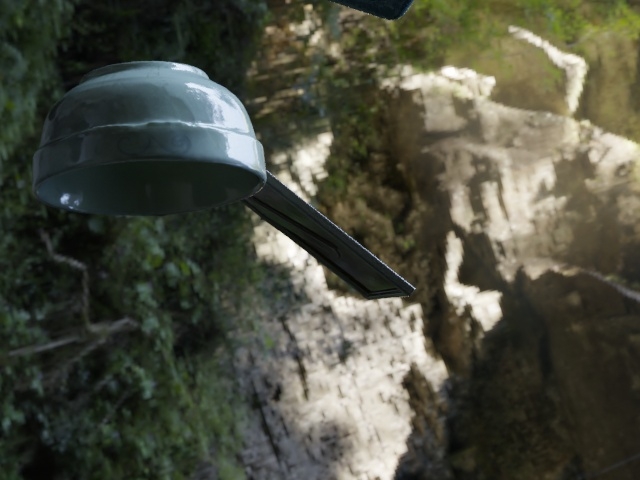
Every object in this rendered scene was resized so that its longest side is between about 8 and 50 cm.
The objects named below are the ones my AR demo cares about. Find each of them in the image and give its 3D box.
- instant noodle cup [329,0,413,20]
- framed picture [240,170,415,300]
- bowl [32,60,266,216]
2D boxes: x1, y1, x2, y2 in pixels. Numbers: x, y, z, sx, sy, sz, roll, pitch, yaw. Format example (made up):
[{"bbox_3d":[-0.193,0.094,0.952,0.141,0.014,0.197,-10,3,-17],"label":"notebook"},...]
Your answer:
[{"bbox_3d":[0.044,-0.301,1.134,0.157,0.179,0.070,132,-30,-59],"label":"instant noodle cup"},{"bbox_3d":[0.000,0.000,1.839,0.315,0.024,0.232,37,-13,-9],"label":"framed picture"},{"bbox_3d":[-0.229,-0.137,1.449,0.307,0.307,0.163,160,-73,-63],"label":"bowl"}]
